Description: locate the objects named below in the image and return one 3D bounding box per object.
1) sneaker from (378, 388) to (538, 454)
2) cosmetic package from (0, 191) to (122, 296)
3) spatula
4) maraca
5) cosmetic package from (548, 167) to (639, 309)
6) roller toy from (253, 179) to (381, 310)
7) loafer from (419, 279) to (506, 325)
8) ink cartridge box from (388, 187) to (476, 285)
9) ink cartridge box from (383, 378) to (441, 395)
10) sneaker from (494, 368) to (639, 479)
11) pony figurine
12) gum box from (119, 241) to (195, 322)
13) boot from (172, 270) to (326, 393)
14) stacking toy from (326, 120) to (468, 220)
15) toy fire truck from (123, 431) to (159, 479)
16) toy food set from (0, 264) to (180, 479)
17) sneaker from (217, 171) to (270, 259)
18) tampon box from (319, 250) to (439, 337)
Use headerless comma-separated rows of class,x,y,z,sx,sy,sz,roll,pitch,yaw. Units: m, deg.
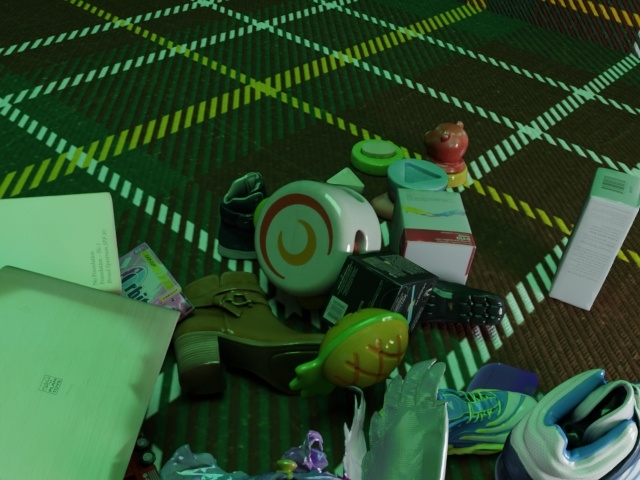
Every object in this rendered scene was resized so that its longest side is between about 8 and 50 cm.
sneaker,0.199,0.246,0.879,0.240,0.126,0.091,-7,68,-5
cosmetic package,-0.438,0.035,0.878,0.309,0.113,0.160,-6,67,-21
spatula,0.371,0.264,0.964,0.296,0.030,0.084,25,47,23
maraca,0.042,0.162,0.899,0.185,0.127,0.099,-33,49,2
cosmetic package,0.494,-0.001,1.163,0.085,0.231,0.117,20,40,19
roller toy,0.000,0.000,1.095,0.146,0.191,0.209,1,65,-58
loafer,0.209,0.108,1.128,0.223,0.076,0.078,8,1,14
ink cartridge box,0.202,0.002,1.208,0.127,0.128,0.176,4,38,-3
ink cartridge box,0.140,0.238,0.972,0.083,0.028,0.048,4,38,-2
sneaker,0.381,0.231,0.808,0.322,0.236,0.130,-17,57,-13
pony figurine,0.006,0.318,0.697,0.363,0.303,0.351,2,69,-9
gum box,-0.285,0.087,1.030,0.107,0.062,0.188,-36,35,-14
boot,-0.092,0.138,1.032,0.283,0.109,0.220,-8,35,-5
stacking toy,0.182,-0.184,1.449,0.279,0.130,0.309,20,39,17
toy fire truck,-0.276,0.306,0.817,0.135,0.047,0.192,-17,43,-26
toy food set,-0.310,0.182,0.739,0.219,0.092,0.306,17,51,-8
sneaker,-0.079,-0.043,1.207,0.226,0.163,0.086,-1,36,-10
tampon box,0.098,0.092,1.034,0.101,0.120,0.161,30,15,26
